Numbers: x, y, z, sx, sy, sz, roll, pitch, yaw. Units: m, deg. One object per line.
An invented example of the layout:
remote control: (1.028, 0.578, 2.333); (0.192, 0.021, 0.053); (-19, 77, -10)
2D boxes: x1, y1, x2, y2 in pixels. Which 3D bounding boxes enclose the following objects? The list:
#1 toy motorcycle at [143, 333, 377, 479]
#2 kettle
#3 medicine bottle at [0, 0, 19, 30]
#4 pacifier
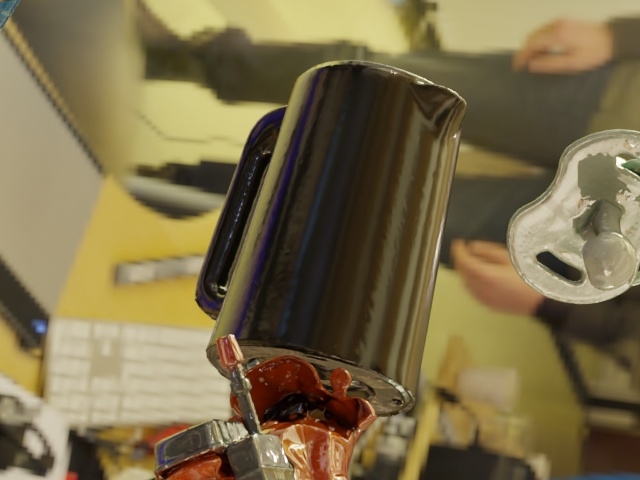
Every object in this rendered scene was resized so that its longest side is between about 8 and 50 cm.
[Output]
toy motorcycle: (-0.039, 0.201, 1.531); (0.326, 0.148, 0.221); (18, 48, -64)
kettle: (0.014, 0.004, 1.785); (0.262, 0.203, 0.308); (142, -36, -66)
medicine bottle: (-0.357, -0.247, 1.929); (0.191, 0.051, 0.051); (-55, 162, 16)
pacifier: (0.207, -0.001, 1.288); (0.127, 0.150, 0.116); (35, 25, -18)
